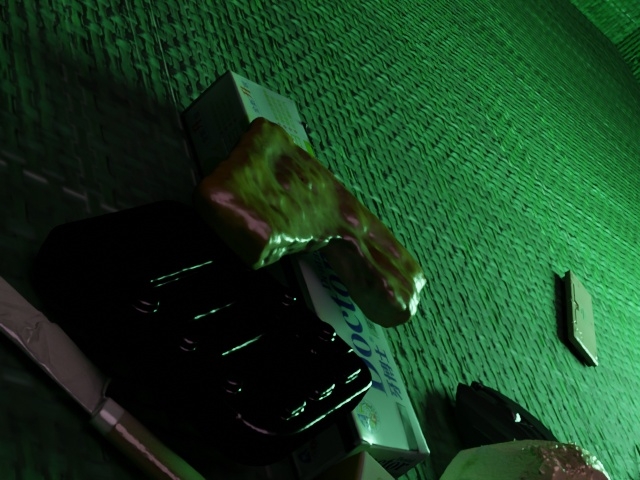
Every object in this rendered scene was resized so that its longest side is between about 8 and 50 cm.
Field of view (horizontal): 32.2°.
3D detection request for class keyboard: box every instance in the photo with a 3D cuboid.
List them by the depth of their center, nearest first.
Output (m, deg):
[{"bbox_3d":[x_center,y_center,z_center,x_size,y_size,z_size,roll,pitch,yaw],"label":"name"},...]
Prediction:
[{"bbox_3d":[0.318,0.094,1.368,0.055,0.017,0.166,50,24,-15],"label":"keyboard"}]

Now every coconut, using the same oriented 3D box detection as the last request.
[{"bbox_3d":[0.149,0.202,0.818,0.116,0.122,0.116,5,80,-30],"label":"coconut"}]

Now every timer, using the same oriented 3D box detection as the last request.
[{"bbox_3d":[-0.070,0.054,0.672,0.187,0.055,0.144,41,25,16],"label":"timer"}]

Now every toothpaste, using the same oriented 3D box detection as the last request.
[{"bbox_3d":[-0.018,0.022,0.827,0.081,0.067,0.337,19,40,-45],"label":"toothpaste"}]

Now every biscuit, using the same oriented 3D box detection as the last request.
[{"bbox_3d":[0.000,0.000,0.750,0.183,0.039,0.174,43,20,-11],"label":"biscuit"}]

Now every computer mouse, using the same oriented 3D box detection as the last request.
[{"bbox_3d":[0.174,0.187,0.945,0.099,0.057,0.172,-5,59,-53],"label":"computer mouse"}]

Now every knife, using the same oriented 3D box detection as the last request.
[{"bbox_3d":[-0.128,0.081,0.616,0.298,0.017,0.047,44,24,-9],"label":"knife"}]

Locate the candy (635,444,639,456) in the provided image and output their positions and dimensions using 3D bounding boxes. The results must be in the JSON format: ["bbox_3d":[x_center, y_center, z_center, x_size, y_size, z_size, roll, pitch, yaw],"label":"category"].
[{"bbox_3d":[0.364,0.253,1.233,0.025,0.023,0.083,27,25,-16],"label":"candy"}]

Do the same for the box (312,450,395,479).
[{"bbox_3d":[0.080,0.274,0.663,0.260,0.062,0.175,45,26,-13],"label":"box"}]
